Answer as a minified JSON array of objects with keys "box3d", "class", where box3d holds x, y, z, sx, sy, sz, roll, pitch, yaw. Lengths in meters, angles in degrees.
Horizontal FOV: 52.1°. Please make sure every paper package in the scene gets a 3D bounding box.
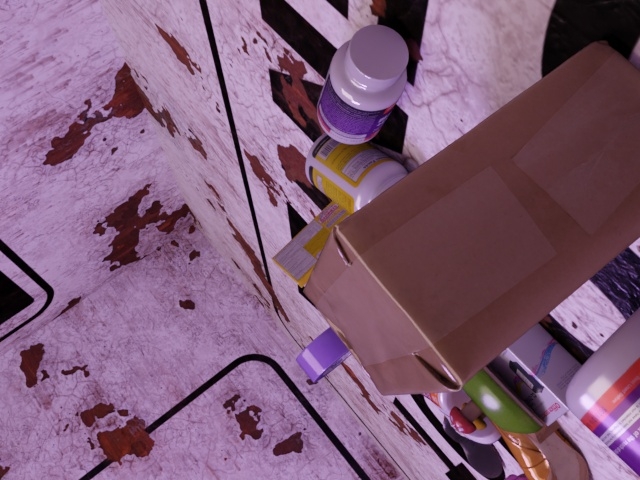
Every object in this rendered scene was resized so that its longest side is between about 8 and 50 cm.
[{"box3d":[0.166,0.000,0.684,0.168,0.325,0.309,52,166,8],"class":"paper package"}]

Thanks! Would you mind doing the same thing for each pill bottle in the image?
[{"box3d":[0.077,-0.099,1.121,0.208,0.119,0.119,41,161,40],"class":"pill bottle"},{"box3d":[0.252,0.288,1.456,0.221,0.121,0.121,26,149,59],"class":"pill bottle"},{"box3d":[0.424,0.212,0.651,0.323,0.181,0.181,46,163,27],"class":"pill bottle"},{"box3d":[0.060,-0.219,0.927,0.108,0.108,0.193,52,165,5],"class":"pill bottle"}]

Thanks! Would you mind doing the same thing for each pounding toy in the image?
[{"box3d":[0.268,0.271,1.146,0.183,0.110,0.237,42,-175,-31],"class":"pounding toy"}]

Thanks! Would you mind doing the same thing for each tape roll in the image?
[{"box3d":[0.029,0.296,1.774,0.080,0.189,0.189,50,165,15],"class":"tape roll"}]

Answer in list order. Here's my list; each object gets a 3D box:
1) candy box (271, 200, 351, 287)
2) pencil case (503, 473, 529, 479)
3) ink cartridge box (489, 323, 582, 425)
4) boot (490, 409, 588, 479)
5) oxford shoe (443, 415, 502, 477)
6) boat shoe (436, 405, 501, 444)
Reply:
[{"box3d":[0.000,0.000,1.408,0.105,0.206,0.027,40,170,44],"class":"candy box"},{"box3d":[0.535,0.678,1.411,0.160,0.167,0.386,21,-172,-38],"class":"pencil case"},{"box3d":[0.348,0.204,1.072,0.175,0.072,0.127,47,164,23],"class":"ink cartridge box"},{"box3d":[0.405,0.388,1.295,0.295,0.104,0.211,64,168,-24],"class":"boot"},{"box3d":[0.394,0.515,1.679,0.212,0.076,0.076,53,-165,-6],"class":"oxford shoe"},{"box3d":[0.349,0.415,1.508,0.088,0.096,0.267,53,167,-13],"class":"boat shoe"}]
